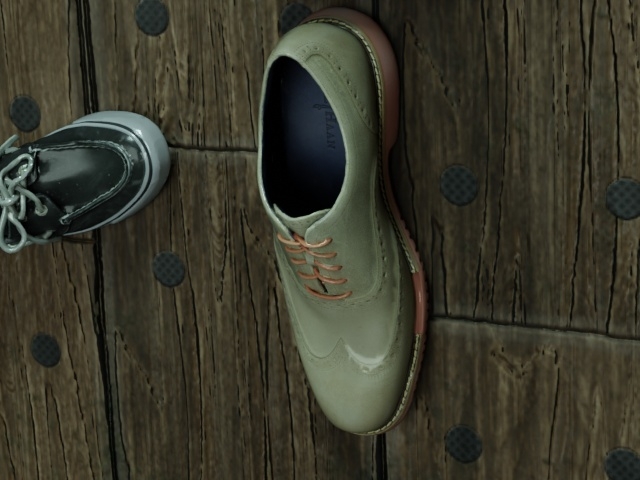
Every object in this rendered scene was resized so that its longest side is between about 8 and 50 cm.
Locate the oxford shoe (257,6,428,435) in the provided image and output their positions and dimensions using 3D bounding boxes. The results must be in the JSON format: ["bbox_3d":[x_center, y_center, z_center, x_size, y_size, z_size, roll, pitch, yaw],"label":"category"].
[{"bbox_3d":[0.000,0.000,1.644,0.140,0.146,0.397,-2,105,26],"label":"oxford shoe"}]

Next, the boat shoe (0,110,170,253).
[{"bbox_3d":[-0.290,-0.047,1.798,0.306,0.105,0.113,-10,102,29],"label":"boat shoe"}]
